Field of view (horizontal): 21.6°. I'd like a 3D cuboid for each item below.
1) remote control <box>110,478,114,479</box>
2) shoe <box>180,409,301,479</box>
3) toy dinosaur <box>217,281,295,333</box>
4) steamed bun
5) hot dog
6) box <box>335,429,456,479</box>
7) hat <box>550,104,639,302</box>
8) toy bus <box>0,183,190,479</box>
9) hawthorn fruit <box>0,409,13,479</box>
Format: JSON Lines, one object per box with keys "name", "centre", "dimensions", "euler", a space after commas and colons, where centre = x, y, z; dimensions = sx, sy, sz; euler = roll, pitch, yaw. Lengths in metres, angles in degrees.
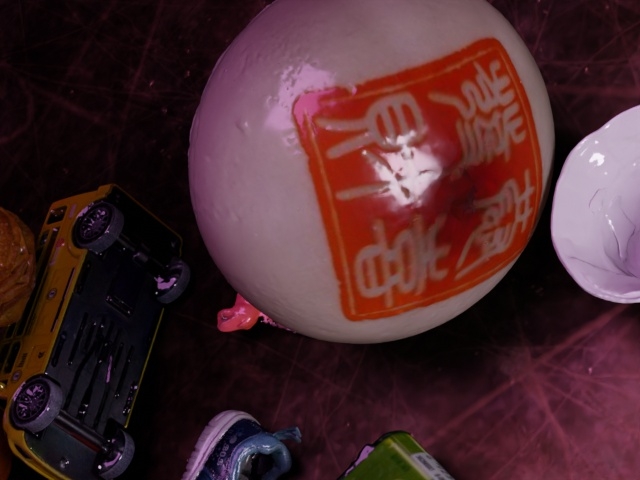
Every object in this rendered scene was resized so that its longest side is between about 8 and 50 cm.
{"name": "remote control", "centre": [-0.242, 0.296, 1.837], "dimensions": [0.065, 0.029, 0.166], "euler": [-41, 47, 8]}
{"name": "shoe", "centre": [-0.094, 0.274, 1.711], "dimensions": [0.106, 0.091, 0.207], "euler": [11, 70, 42]}
{"name": "toy dinosaur", "centre": [0.002, 0.007, 1.814], "dimensions": [0.286, 0.070, 0.139], "euler": [-46, 61, 1]}
{"name": "steamed bun", "centre": [0.066, -0.068, 1.598], "dimensions": [0.374, 0.374, 0.241], "euler": [-52, 36, 0]}
{"name": "hot dog", "centre": [-0.400, 0.072, 1.834], "dimensions": [0.175, 0.114, 0.259], "euler": [-36, 11, 44]}
{"name": "box", "centre": [0.140, 0.326, 1.535], "dimensions": [0.134, 0.097, 0.345], "euler": [-44, 50, -5]}
{"name": "hat", "centre": [0.324, -0.017, 1.568], "dimensions": [0.203, 0.126, 0.203], "euler": [-14, 60, 26]}
{"name": "toy bus", "centre": [-0.270, 0.113, 1.863], "dimensions": [0.151, 0.145, 0.331], "euler": [-7, 55, 37]}
{"name": "hawthorn fruit", "centre": [-0.436, 0.225, 1.912], "dimensions": [0.189, 0.189, 0.189], "euler": [-15, 60, 26]}
